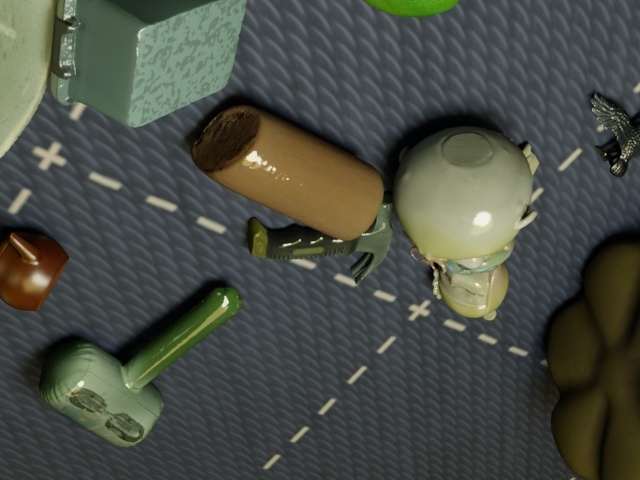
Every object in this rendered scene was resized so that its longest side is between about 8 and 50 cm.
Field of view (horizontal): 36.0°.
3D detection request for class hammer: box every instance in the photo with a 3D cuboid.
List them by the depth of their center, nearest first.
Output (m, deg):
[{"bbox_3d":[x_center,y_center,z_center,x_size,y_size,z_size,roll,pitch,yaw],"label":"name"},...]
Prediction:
[{"bbox_3d":[0.000,0.000,1.512,0.226,0.041,0.159,-3,129,-17],"label":"hammer"},{"bbox_3d":[-0.261,0.175,1.541,0.335,0.119,0.206,-38,132,7],"label":"hammer"}]

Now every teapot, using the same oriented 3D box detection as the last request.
[{"bbox_3d":[-0.419,0.037,1.368,0.116,0.116,0.173,5,155,-22],"label":"teapot"}]

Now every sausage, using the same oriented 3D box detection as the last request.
[{"bbox_3d":[-0.042,-0.095,1.356,0.253,0.123,0.123,23,120,-34],"label":"sausage"}]

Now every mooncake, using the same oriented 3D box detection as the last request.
[{"bbox_3d":[0.577,0.232,1.642,0.262,0.467,0.467,9,126,-23],"label":"mooncake"}]

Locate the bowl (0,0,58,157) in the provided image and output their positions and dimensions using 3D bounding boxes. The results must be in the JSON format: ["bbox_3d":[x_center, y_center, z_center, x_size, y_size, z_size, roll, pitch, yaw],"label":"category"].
[{"bbox_3d":[-0.507,-0.228,0.998,0.435,0.196,0.435,-29,143,-24],"label":"bowl"}]

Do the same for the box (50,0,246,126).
[{"bbox_3d":[-0.194,-0.234,1.124,0.227,0.130,0.162,-37,152,-48],"label":"box"}]

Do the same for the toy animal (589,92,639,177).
[{"bbox_3d":[0.481,-0.155,1.523,0.220,0.062,0.108,28,118,-28],"label":"toy animal"}]

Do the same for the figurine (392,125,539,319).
[{"bbox_3d":[0.249,-0.018,1.511,0.274,0.226,0.394,-40,144,-21],"label":"figurine"}]

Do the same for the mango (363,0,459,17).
[{"bbox_3d":[0.080,-0.402,1.076,0.225,0.201,0.382,-30,136,0],"label":"mango"}]
